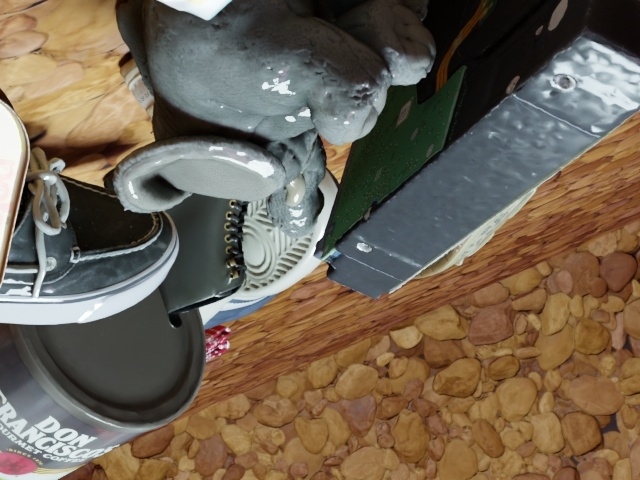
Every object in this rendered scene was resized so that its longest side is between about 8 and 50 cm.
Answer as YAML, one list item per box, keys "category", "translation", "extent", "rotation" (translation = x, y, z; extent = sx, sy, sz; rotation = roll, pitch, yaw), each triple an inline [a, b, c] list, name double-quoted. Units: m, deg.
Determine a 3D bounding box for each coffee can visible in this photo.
- category: "coffee can"
  translation: [-0.266, 0.120, 1.216]
  extent: [0.275, 0.201, 0.201]
  rotation: [-31, 166, 36]

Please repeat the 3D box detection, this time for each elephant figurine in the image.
- category: "elephant figurine"
  translation: [-0.053, -0.079, 0.796]
  extent: [0.239, 0.186, 0.169]
  rotation: [-43, -175, 47]

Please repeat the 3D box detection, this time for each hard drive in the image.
- category: "hard drive"
  translation: [0.112, -0.122, 0.815]
  extent: [0.064, 0.237, 0.339]
  rotation: [26, 151, -14]

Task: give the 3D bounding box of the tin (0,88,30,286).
- category: "tin"
  translation: [-0.238, -0.020, 0.813]
  extent: [0.106, 0.040, 0.189]
  rotation: [3, 125, -27]

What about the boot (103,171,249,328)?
- category: "boot"
  translation: [-0.064, -0.028, 1.098]
  extent: [0.198, 0.137, 0.077]
  rotation: [-27, 168, 17]

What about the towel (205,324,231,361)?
- category: "towel"
  translation: [-0.254, 0.158, 1.503]
  extent: [0.275, 0.031, 0.199]
  rotation: [-33, -154, -33]

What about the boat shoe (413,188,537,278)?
- category: "boat shoe"
  translation: [0.182, -0.035, 1.651]
  extent: [0.089, 0.104, 0.285]
  rotation: [-12, 164, -36]

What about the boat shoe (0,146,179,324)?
- category: "boat shoe"
  translation: [-0.220, -0.014, 0.938]
  extent: [0.306, 0.113, 0.105]
  rotation: [2, 139, -37]

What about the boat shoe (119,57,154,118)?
- category: "boat shoe"
  translation: [-0.074, -0.098, 0.951]
  extent: [0.063, 0.059, 0.170]
  rotation: [-30, 167, 30]

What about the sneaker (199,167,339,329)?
- category: "sneaker"
  translation: [-0.058, -0.008, 1.279]
  extent: [0.148, 0.131, 0.350]
  rotation: [-24, 177, -37]

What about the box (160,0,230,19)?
- category: "box"
  translation: [-0.004, -0.190, 0.505]
  extent: [0.244, 0.060, 0.100]
  rotation: [-36, 147, 29]
